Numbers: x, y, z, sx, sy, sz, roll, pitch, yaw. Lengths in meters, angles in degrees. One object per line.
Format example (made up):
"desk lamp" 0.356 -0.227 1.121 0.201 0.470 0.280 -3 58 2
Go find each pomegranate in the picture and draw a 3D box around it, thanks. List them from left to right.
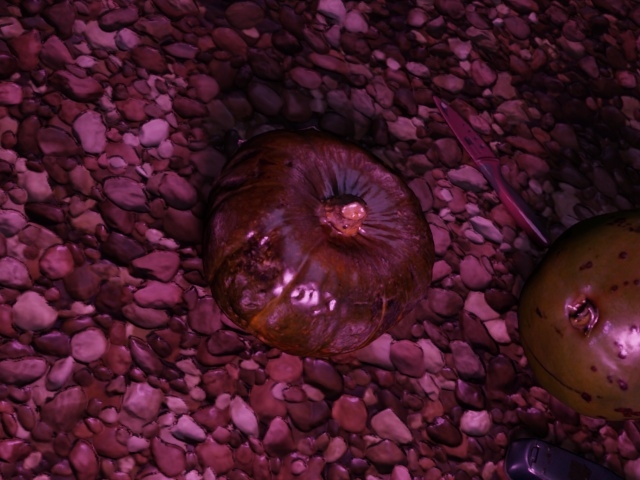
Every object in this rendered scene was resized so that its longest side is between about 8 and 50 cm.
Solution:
"pomegranate" 0.352 0.084 1.543 0.270 0.254 0.254 -4 58 -58

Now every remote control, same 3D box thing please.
"remote control" 0.302 0.280 1.501 0.222 0.042 0.072 27 53 -8

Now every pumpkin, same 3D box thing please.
"pumpkin" 0.001 -0.002 1.445 0.260 0.189 0.260 12 55 -18

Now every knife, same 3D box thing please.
"knife" 0.216 -0.090 1.726 0.035 0.018 0.247 -22 69 -33
